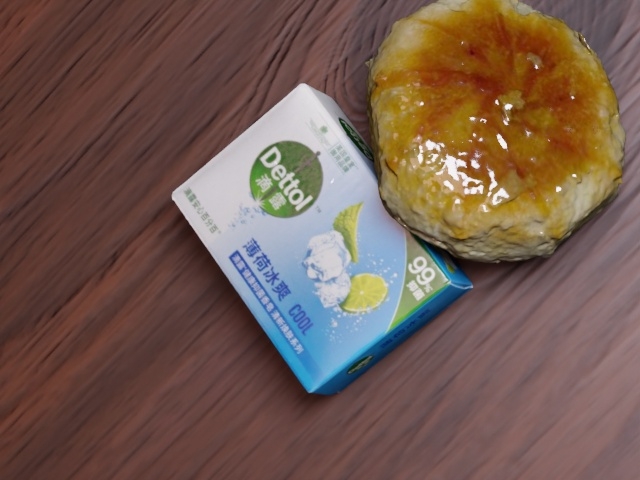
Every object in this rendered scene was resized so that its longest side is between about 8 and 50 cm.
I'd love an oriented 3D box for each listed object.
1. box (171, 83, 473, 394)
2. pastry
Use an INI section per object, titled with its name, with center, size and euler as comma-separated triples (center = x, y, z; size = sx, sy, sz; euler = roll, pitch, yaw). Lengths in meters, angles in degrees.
[box]
center = 0.000, 0.001, 1.244
size = 0.139, 0.073, 0.194
euler = -39, 74, 12
[pastry]
center = 0.125, -0.083, 1.174
size = 0.182, 0.093, 0.192
euler = -4, 70, -8
